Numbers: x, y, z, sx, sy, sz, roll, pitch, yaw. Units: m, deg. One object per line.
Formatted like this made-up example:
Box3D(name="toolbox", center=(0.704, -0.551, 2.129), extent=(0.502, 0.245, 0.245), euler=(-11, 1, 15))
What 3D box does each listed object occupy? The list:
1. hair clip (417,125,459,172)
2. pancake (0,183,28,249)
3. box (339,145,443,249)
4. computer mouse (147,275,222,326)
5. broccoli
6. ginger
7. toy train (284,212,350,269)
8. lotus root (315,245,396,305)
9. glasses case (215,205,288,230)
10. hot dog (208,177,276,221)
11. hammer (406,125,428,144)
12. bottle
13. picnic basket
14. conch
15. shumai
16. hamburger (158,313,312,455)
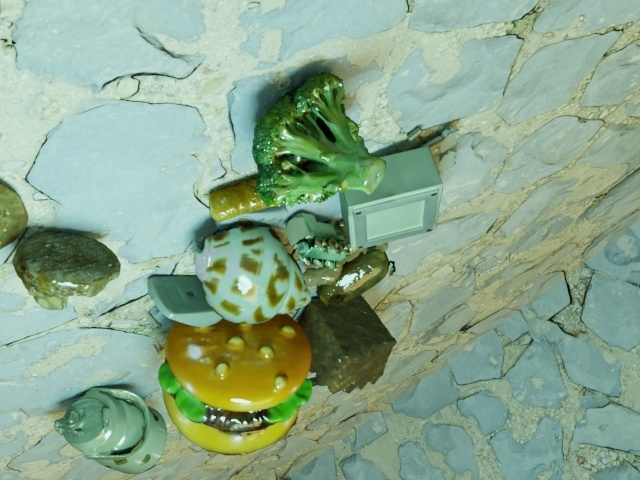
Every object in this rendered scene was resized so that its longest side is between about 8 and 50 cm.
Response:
Box3D(name="hair clip", center=(0.278, -0.190, 1.774), extent=(0.140, 0.054, 0.220), euler=(-23, 154, -2))
Box3D(name="pancake", center=(-0.625, -0.026, 1.224), extent=(0.250, 0.031, 0.250), euler=(-23, 153, -13))
Box3D(name="box", center=(0.166, -0.092, 1.718), extent=(0.225, 0.117, 0.225), euler=(-14, 153, -2))
Box3D(name="computer mouse", center=(-0.320, 0.148, 1.723), extent=(0.231, 0.128, 0.079), euler=(9, 129, -49))
Box3D(name="broccoli", center=(0.007, -0.171, 1.335), extent=(0.254, 0.269, 0.269), euler=(-18, 155, -47))
Box3D(name="ginger", center=(0.044, 0.029, 1.904), extent=(0.258, 0.065, 0.149), euler=(-30, 119, 18))
Box3D(name="toy train", center=(0.000, 0.000, 1.770), extent=(0.080, 0.125, 0.194), euler=(-34, 157, 27))
Box3D(name="lotus root", center=(0.089, 0.091, 2.007), extent=(0.241, 0.123, 0.124), euler=(-33, -170, 9))
Box3D(name="glasses case", center=(-0.153, -0.054, 1.613), extent=(0.178, 0.045, 0.067), euler=(-5, 148, -38))
Box3D(name="hot dog", center=(-0.103, -0.105, 1.531), extent=(0.285, 0.088, 0.061), euler=(-21, 148, -20))
Box3D(name="hammer", center=(0.239, -0.240, 1.697), extent=(0.035, 0.019, 0.110), euler=(-37, 158, 17))
Box3D(name="bottle", center=(-0.594, 0.540, 2.067), extent=(0.229, 0.229, 0.352), euler=(-28, 150, -1))
Box3D(name="picnic basket", center=(0.056, 0.347, 2.247), extent=(0.254, 0.291, 0.321), euler=(-9, 139, -34))
Box3D(name="conch", center=(-0.148, 0.085, 1.685), extent=(0.249, 0.197, 0.368), euler=(-43, 162, 25))
Box3D(name="shumai", center=(-0.500, 0.069, 1.377), extent=(0.153, 0.161, 0.209), euler=(-47, 166, 26))
Box3D(name="hamburger", center=(-0.226, 0.322, 1.845), extent=(0.395, 0.396, 0.277), euler=(-12, 133, -30))
